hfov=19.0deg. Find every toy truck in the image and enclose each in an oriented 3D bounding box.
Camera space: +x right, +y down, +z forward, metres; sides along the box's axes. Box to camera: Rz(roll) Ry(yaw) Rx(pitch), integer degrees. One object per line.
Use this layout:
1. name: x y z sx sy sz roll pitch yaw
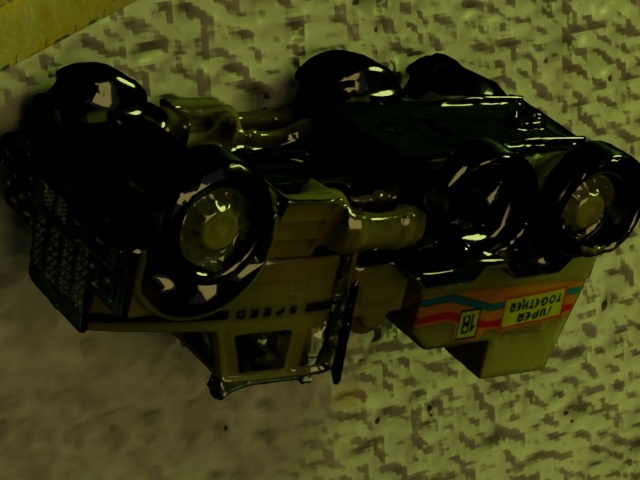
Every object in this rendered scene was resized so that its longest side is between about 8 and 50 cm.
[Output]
1. toy truck: -0.001 -0.004 0.785 0.257 0.127 0.127 -1 117 -36

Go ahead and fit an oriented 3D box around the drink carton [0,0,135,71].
1. drink carton: -0.137 -0.090 0.679 0.200 0.084 0.074 -32 109 -25
